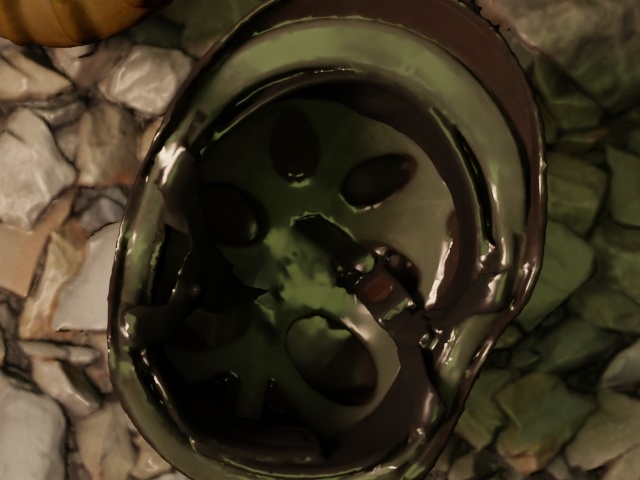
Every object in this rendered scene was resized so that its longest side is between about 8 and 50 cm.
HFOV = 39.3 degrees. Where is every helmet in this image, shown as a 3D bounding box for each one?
[{"bbox_3d":[0.000,0.000,0.555,0.225,0.177,0.305,25,90,-7],"label":"helmet"}]

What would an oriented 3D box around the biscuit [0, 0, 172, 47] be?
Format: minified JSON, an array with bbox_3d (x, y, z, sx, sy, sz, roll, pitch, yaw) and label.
[{"bbox_3d":[-0.177,-0.267,0.494,0.332,0.103,0.332,16,130,21],"label":"biscuit"}]
